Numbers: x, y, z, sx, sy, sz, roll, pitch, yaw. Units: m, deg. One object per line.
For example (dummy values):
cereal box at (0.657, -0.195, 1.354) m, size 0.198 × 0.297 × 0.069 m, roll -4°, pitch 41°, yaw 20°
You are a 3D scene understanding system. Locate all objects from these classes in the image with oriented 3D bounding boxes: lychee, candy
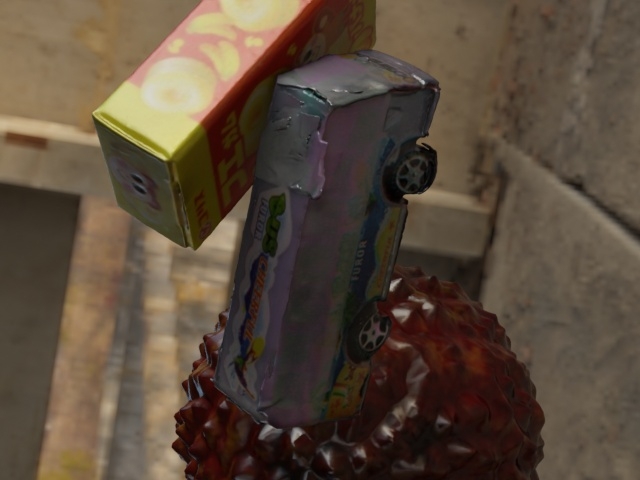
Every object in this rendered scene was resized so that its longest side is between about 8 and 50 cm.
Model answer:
lychee at (0.059, 0.232, 1.748) m, size 0.425 × 0.500 × 0.424 m, roll -18°, pitch 60°, yaw 35°
candy at (-0.063, -0.138, 1.240) m, size 0.276 × 0.088 × 0.146 m, roll -52°, pitch -19°, yaw -22°

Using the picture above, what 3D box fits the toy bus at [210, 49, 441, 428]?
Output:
toy bus at (0.000, 0.000, 1.250) m, size 0.112 × 0.138 × 0.317 m, roll 30°, pitch 118°, yaw 40°
